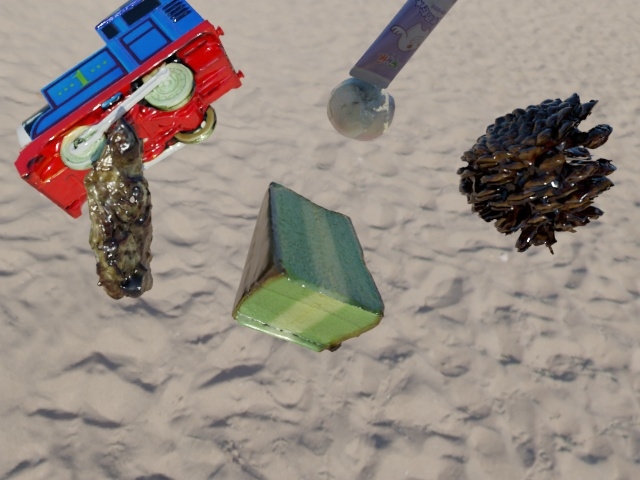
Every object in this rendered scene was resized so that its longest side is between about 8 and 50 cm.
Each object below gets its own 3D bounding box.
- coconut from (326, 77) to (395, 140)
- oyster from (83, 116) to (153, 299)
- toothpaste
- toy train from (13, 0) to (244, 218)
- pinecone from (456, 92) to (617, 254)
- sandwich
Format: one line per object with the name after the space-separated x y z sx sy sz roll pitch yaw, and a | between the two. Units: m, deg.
0.114 -0.345 1.562 0.171 0.170 0.183 40 27 24 | coconut
-0.139 -0.016 0.426 0.029 0.132 0.086 7 53 8 | oyster
0.213 -0.485 1.291 0.125 0.371 0.079 9 48 -40 | toothpaste
-0.174 -0.125 0.534 0.204 0.082 0.131 -38 65 -6 | toy train
0.306 -0.090 0.845 0.222 0.221 0.221 13 38 -10 | pinecone
0.000 0.000 0.376 0.074 0.074 0.116 23 54 -17 | sandwich
